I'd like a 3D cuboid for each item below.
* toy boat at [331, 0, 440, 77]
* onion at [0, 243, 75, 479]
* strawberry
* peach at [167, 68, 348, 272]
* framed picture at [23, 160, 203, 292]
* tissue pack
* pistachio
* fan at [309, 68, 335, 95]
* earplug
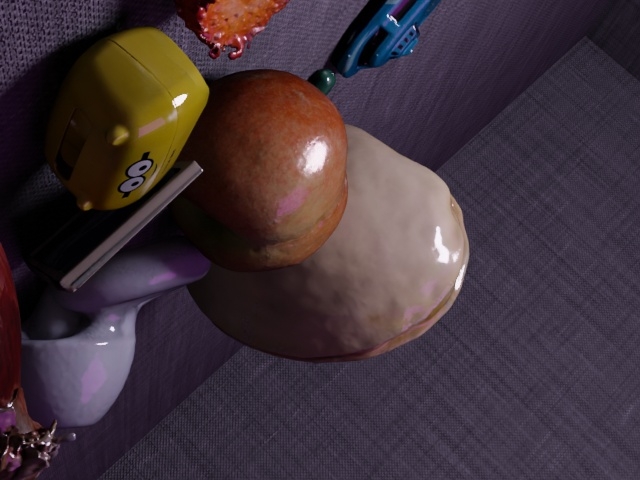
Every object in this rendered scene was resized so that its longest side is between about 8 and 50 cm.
[{"bbox_3d":[0.143,-0.351,1.598,0.299,0.092,0.134,-50,172,16],"label":"toy boat"},{"bbox_3d":[-0.350,0.137,0.875,0.347,0.285,0.347,-61,-173,14],"label":"onion"},{"bbox_3d":[-0.086,-0.258,1.044,0.145,0.086,0.145,-46,169,-12],"label":"strawberry"},{"bbox_3d":[-0.075,-0.091,1.306,0.252,0.252,0.252,-44,169,-11],"label":"peach"},{"bbox_3d":[-0.238,-0.021,1.178,0.189,0.023,0.260,-44,-161,-15],"label":"framed picture"},{"bbox_3d":[-0.199,-0.114,1.034,0.127,0.123,0.178,-39,172,-42],"label":"tissue pack"},{"bbox_3d":[0.000,0.000,1.544,0.281,0.445,0.365,51,48,-60],"label":"pistachio"},{"bbox_3d":[-0.026,-0.199,1.630,0.155,0.039,0.082,-52,168,27],"label":"fan"},{"bbox_3d":[-0.281,0.103,1.380,0.325,0.175,0.214,-45,-178,-3],"label":"earplug"}]
